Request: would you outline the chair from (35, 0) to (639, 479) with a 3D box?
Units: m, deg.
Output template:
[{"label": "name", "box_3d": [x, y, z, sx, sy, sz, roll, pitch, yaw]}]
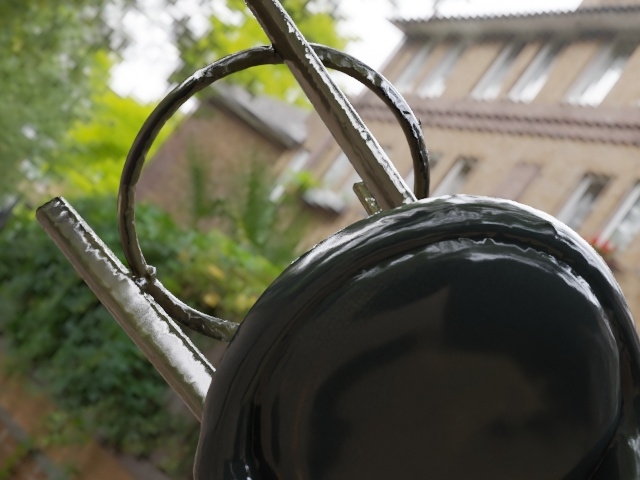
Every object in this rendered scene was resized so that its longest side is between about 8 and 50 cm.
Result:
[{"label": "chair", "box_3d": [0.000, 0.001, 0.390, 0.221, 0.104, 0.095, -123, -151, -57]}]
